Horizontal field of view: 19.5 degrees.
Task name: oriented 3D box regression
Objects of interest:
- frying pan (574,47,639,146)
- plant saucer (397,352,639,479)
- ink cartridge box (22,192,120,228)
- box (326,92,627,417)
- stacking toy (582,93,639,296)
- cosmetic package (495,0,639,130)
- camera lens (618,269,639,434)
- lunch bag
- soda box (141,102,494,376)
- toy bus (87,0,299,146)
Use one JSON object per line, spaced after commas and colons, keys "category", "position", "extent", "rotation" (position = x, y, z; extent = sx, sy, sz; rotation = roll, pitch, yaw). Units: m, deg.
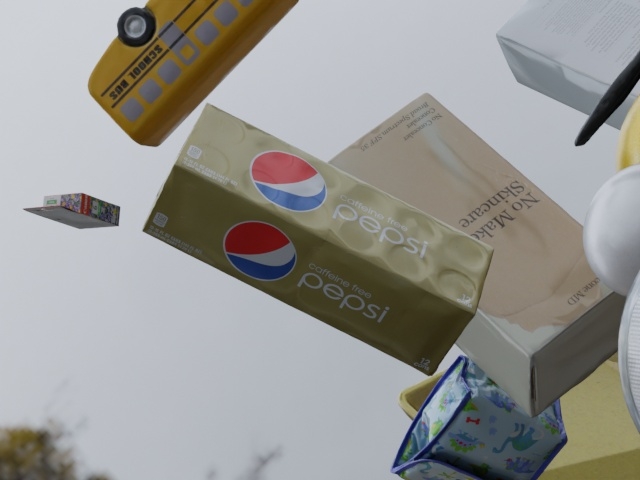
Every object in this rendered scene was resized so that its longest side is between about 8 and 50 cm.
{"category": "frying pan", "position": [0.325, -0.233, 1.572], "extent": [0.197, 0.053, 0.326], "rotation": [-40, -10, -49]}
{"category": "plant saucer", "position": [0.314, 0.230, 2.162], "extent": [0.333, 0.333, 0.081], "rotation": [-25, -48, -26]}
{"category": "ink cartridge box", "position": [-0.305, -0.040, 2.286], "extent": [0.115, 0.063, 0.029], "rotation": [22, -112, -55]}
{"category": "box", "position": [0.157, 0.011, 1.846], "extent": [0.148, 0.311, 0.121], "rotation": [-37, -32, -18]}
{"category": "stacking toy", "position": [0.384, -0.071, 1.703], "extent": [0.480, 0.350, 0.350], "rotation": [-36, -24, -41]}
{"category": "cosmetic package", "position": [0.430, -0.287, 2.125], "extent": [0.377, 0.284, 0.097], "rotation": [-46, -46, -13]}
{"category": "camera lens", "position": [0.331, 0.076, 1.196], "extent": [0.219, 0.219, 0.274], "rotation": [-44, 8, -8]}
{"category": "lunch bag", "position": [0.163, 0.214, 1.946], "extent": [0.151, 0.129, 0.096], "rotation": [-55, 18, 30]}
{"category": "soda box", "position": [0.000, 0.000, 1.020], "extent": [0.058, 0.181, 0.061], "rotation": [-60, 5, 41]}
{"category": "toy bus", "position": [-0.144, -0.278, 2.324], "extent": [0.332, 0.130, 0.108], "rotation": [-45, -10, 9]}
